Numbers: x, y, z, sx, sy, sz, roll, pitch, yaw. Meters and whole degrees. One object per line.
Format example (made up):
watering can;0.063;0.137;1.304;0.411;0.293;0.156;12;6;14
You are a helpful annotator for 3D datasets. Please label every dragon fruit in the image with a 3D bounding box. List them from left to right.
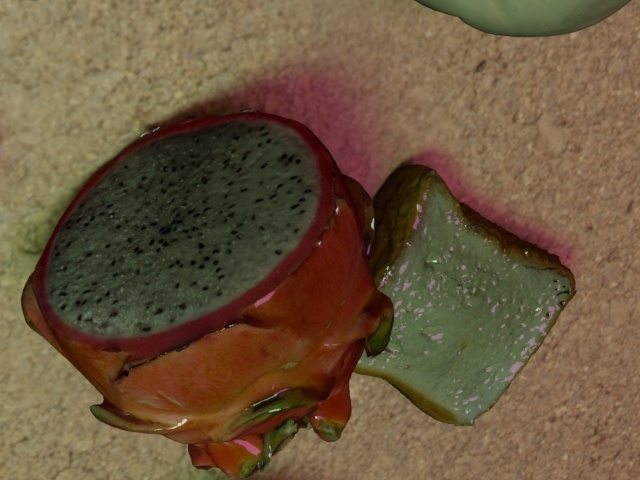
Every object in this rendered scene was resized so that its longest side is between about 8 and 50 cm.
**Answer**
dragon fruit;-0.078;0.060;1.012;0.305;0.305;0.225;-36;131;-7

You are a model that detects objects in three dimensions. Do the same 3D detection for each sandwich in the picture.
sandwich;0.128;0.067;1.229;0.251;0.087;0.226;31;101;-32

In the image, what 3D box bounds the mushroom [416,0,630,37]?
mushroom;0.197;-0.324;0.949;0.356;0.315;0.315;-15;120;-6
